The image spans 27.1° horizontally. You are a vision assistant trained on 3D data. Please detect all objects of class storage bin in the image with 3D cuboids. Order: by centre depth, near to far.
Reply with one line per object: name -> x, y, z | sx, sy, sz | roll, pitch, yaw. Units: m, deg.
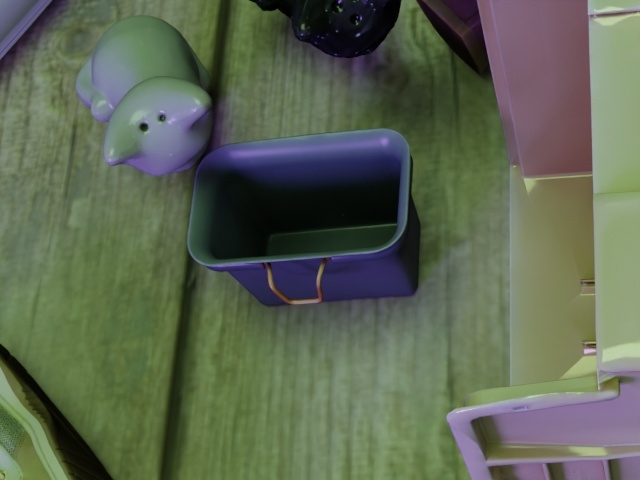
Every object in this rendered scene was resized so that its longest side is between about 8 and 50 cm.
storage bin -> 0.140, 0.004, 0.660 | 0.123, 0.260, 0.262 | -3, 61, 14
storage bin -> 0.000, 0.000, 0.811 | 0.135, 0.091, 0.098 | -6, 60, 18

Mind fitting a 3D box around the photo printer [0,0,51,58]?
photo printer -> -0.372, -0.171, 1.035 | 0.256, 0.107, 0.307 | 31, 76, 31

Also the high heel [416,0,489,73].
high heel -> 0.107, -0.236, 0.735 | 0.181, 0.377, 0.127 | -42, 71, 1

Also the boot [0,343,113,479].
boot -> -0.216, 0.170, 0.805 | 0.165, 0.077, 0.213 | -42, 53, -6

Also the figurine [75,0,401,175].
figurine -> -0.053, -0.120, 0.837 | 0.215, 0.092, 0.209 | -33, 19, 1
